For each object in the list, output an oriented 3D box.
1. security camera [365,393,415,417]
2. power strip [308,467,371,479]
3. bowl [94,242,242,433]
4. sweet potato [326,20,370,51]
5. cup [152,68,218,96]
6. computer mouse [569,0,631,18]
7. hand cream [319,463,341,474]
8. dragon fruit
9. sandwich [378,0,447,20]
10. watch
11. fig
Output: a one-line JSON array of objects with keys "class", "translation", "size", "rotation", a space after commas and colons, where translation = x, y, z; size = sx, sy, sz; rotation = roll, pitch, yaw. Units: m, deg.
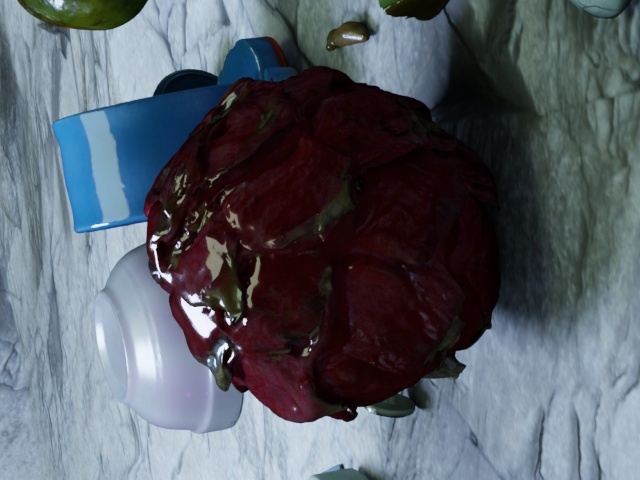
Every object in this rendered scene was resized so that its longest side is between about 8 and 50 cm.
[{"class": "security camera", "translation": [0.075, 0.131, 1.882], "size": [0.058, 0.058, 0.092], "rotation": [-139, 50, -59]}, {"class": "power strip", "translation": [0.079, 0.328, 1.951], "size": [0.385, 0.062, 0.091], "rotation": [-156, 57, -65]}, {"class": "bowl", "translation": [-0.221, 0.132, 2.529], "size": [0.287, 0.143, 0.287], "rotation": [170, 90, -70]}, {"class": "sweet potato", "translation": [0.024, -0.208, 1.870], "size": [0.115, 0.026, 0.026], "rotation": [-175, 75, -72]}, {"class": "cup", "translation": [-0.150, -0.127, 2.289], "size": [0.138, 0.150, 0.113], "rotation": [116, 172, -56]}, {"class": "computer mouse", "translation": [0.182, -0.274, 1.352], "size": [0.113, 0.068, 0.229], "rotation": [-176, 75, -67]}, {"class": "hand cream", "translation": [0.031, 0.392, 2.143], "size": [0.088, 0.055, 0.256], "rotation": [135, 128, -61]}, {"class": "dragon fruit", "translation": [-0.001, -0.001, 1.636], "size": [0.329, 0.329, 0.329], "rotation": [169, 90, -70]}, {"class": "sandwich", "translation": [0.109, -0.254, 1.645], "size": [0.116, 0.074, 0.074], "rotation": [-27, 72, 36]}, {"class": "watch", "translation": [-0.142, -0.089, 2.013], "size": [0.305, 0.274, 0.241], "rotation": [164, 95, -75]}, {"class": "fig", "translation": [-0.310, -0.394, 2.437], "size": [0.195, 0.195, 0.245], "rotation": [150, 126, -69]}]
